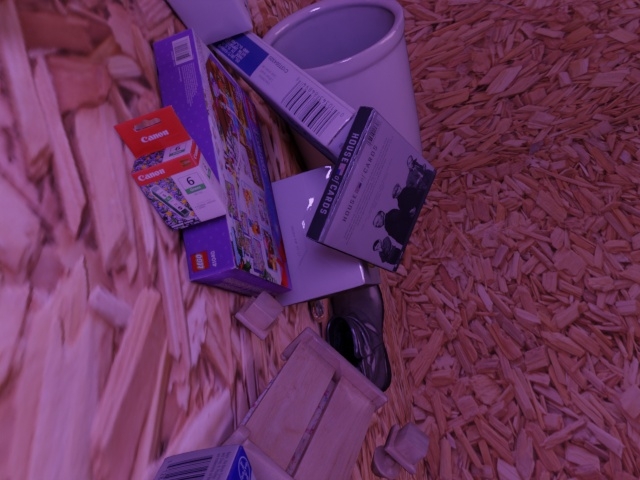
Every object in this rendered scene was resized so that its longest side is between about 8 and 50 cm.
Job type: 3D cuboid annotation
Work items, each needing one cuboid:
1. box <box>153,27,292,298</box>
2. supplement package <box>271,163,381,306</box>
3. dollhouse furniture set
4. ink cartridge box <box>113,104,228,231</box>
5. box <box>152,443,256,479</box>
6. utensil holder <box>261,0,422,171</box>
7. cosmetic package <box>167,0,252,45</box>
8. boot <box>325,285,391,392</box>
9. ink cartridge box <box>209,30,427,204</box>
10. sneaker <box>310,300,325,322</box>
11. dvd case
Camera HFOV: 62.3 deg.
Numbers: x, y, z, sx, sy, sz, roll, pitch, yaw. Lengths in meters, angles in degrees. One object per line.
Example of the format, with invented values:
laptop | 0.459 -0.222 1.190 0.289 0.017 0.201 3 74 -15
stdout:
box | -0.117 -0.081 0.668 0.201 0.057 0.293 40 36 -71
supplement package | 0.000 0.000 0.903 0.203 0.149 0.194 16 59 -76
dollhouse furniture set | -0.039 0.282 0.570 0.355 0.174 0.303 42 29 1
ink cartridge box | -0.141 -0.065 0.505 0.029 0.063 0.115 -97 166 -48
box | -0.078 0.242 0.370 0.126 0.072 0.137 -69 143 -71
utensil holder | 0.069 -0.329 1.270 0.385 0.328 0.327 66 13 -44
cosmetic package | -0.209 -0.508 0.713 0.284 0.098 0.377 52 24 -70
boot | 0.069 0.172 1.135 0.223 0.118 0.338 33 38 -66
ink cartridge box | 0.003 -0.186 0.881 0.324 0.071 0.330 45 5 33
sneaker | -0.009 0.120 1.027 0.037 0.032 0.083 84 0 -66
dvd case | 0.083 -0.058 0.746 0.239 0.030 0.179 23 90 -56
